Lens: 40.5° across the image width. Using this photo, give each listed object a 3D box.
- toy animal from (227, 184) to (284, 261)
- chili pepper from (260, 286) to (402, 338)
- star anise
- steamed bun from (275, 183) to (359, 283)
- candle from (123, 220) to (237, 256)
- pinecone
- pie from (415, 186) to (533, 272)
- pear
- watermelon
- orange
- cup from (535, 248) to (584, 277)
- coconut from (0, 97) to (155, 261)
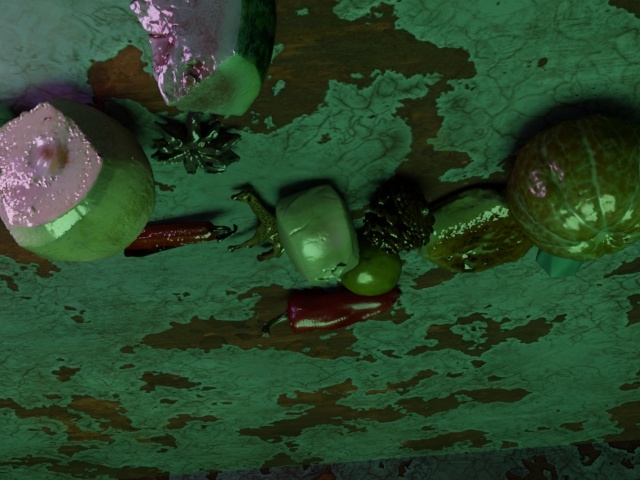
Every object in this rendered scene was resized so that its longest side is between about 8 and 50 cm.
[{"bbox_3d":[-0.135,-0.032,1.985,0.149,0.054,0.275,5,149,-5],"label":"toy animal"},{"bbox_3d":[0.028,0.182,2.298,0.387,0.110,0.110,-9,148,0],"label":"chili pepper"},{"bbox_3d":[-0.256,-0.186,1.719,0.195,0.065,0.182,-14,145,23],"label":"star anise"},{"bbox_3d":[0.000,0.000,1.925,0.169,0.153,0.239,-21,139,0],"label":"steamed bun"},{"bbox_3d":[-0.327,-0.007,1.986,0.301,0.059,0.084,-6,146,17],"label":"candle"},{"bbox_3d":[0.168,-0.043,1.903,0.173,0.174,0.174,-3,148,-2],"label":"pinecone"},{"bbox_3d":[0.373,-0.013,2.034,0.315,0.092,0.315,-4,148,-3],"label":"pie"},{"bbox_3d":[0.117,0.061,2.076,0.148,0.149,0.162,-29,153,34],"label":"pear"},{"bbox_3d":[-0.177,-0.339,1.443,0.231,0.193,0.310,-16,164,-16],"label":"watermelon"},{"bbox_3d":[0.543,-0.103,1.760,0.329,0.249,0.329,-9,151,-5],"label":"orange"},{"bbox_3d":[0.575,-0.004,2.032,0.148,0.134,0.236,27,156,12],"label":"cup"},{"bbox_3d":[-0.455,-0.100,1.632,0.297,0.297,0.254,-11,162,11],"label":"coconut"}]
